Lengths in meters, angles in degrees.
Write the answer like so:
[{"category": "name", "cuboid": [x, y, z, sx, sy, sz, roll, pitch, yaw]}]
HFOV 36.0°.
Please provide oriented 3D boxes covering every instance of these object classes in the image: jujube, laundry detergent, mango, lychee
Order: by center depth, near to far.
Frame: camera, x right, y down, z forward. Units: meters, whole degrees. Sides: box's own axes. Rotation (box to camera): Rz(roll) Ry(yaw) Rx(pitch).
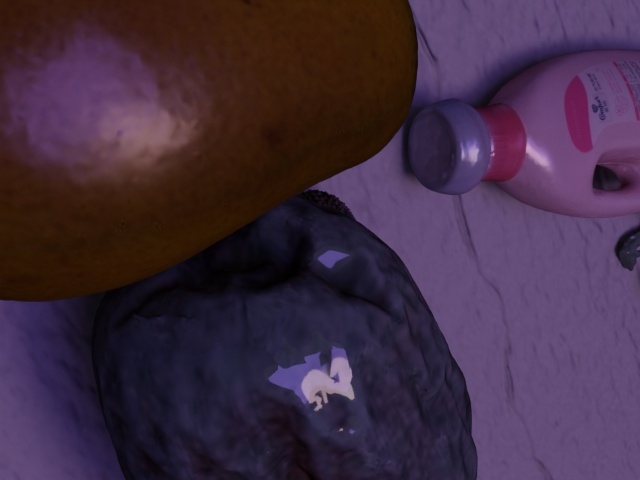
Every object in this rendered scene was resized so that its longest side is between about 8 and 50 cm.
[{"category": "mango", "cuboid": [-0.112, -0.108, 0.581, 0.378, 0.221, 0.264, -12, 89, -23]}, {"category": "jujube", "cuboid": [-0.017, 0.119, 0.711, 0.246, 0.215, 0.308, -11, 126, 6]}, {"category": "lychee", "cuboid": [0.000, 0.000, 0.790, 0.067, 0.068, 0.083, -12, 92, 11]}, {"category": "laundry detergent", "cuboid": [0.233, -0.095, 0.909, 0.335, 0.088, 0.159, -9, 87, -30]}]

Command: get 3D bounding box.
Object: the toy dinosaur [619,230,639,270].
[{"category": "toy dinosaur", "cuboid": [0.383, -0.021, 1.052, 0.242, 0.053, 0.167, 36, 79, -34]}]
